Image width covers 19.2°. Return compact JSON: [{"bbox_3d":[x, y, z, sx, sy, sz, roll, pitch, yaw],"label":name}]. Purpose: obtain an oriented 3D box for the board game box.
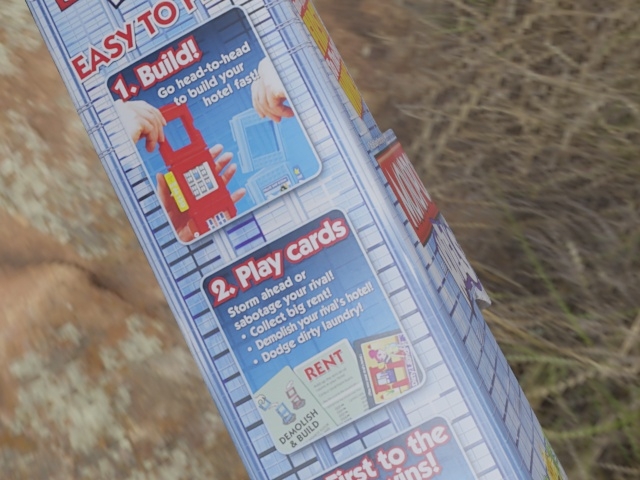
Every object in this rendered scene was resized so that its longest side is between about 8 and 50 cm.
[{"bbox_3d":[0.000,0.000,0.501,0.060,0.194,0.194,-27,93,8],"label":"board game box"}]
